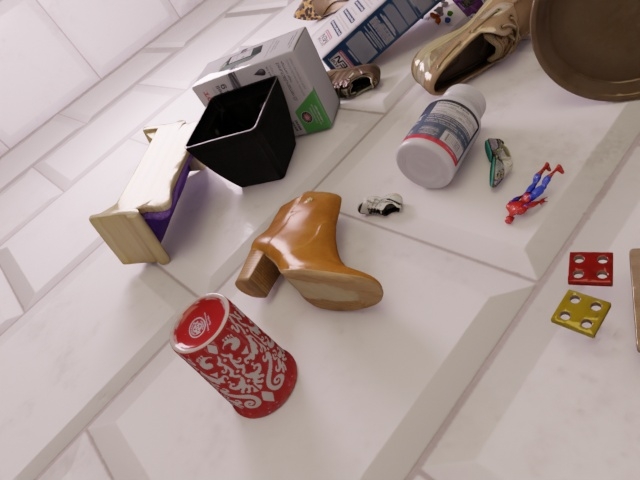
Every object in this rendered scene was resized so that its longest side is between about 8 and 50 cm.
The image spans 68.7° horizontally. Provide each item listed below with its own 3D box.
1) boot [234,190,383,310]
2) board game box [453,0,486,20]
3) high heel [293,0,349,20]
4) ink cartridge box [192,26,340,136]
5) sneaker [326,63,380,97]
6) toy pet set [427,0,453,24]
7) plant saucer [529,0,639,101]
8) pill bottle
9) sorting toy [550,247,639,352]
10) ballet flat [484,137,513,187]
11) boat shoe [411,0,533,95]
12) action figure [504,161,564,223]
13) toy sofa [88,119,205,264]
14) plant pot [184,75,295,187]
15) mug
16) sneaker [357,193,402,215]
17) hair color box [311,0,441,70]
[{"bbox_3d":[0.000,0.001,0.781,0.295,0.104,0.211,0,50,38],"label":"boot"},{"bbox_3d":[0.371,-0.649,1.124,0.056,0.208,0.346,-36,27,49],"label":"board game box"},{"bbox_3d":[0.045,-0.816,1.584,0.261,0.093,0.186,-32,33,-14],"label":"high heel"},{"bbox_3d":[-0.129,-0.355,1.143,0.289,0.211,0.121,-9,45,27],"label":"ink cartridge box"},{"bbox_3d":[0.056,-0.389,1.169,0.189,0.066,0.071,-11,45,24],"label":"sneaker"},{"bbox_3d":[0.300,-0.619,1.271,0.114,0.065,0.122,22,60,5],"label":"toy pet set"},{"bbox_3d":[0.471,-0.352,0.713,0.278,0.277,0.041,-1,33,32],"label":"plant saucer"},{"bbox_3d":[0.220,-0.189,0.829,0.108,0.108,0.180,13,56,40],"label":"pill bottle"},{"bbox_3d":[0.399,0.071,0.496,0.275,0.046,0.132,-2,48,30],"label":"sorting toy"},{"bbox_3d":[0.297,-0.131,0.776,0.041,0.041,0.114,-11,45,24],"label":"ballet flat"},{"bbox_3d":[0.360,-0.417,0.973,0.341,0.122,0.110,-34,43,14],"label":"boat shoe"},{"bbox_3d":[0.317,-0.068,0.705,0.115,0.030,0.038,-44,35,-6],"label":"action figure"},{"bbox_3d":[-0.362,-0.123,1.100,0.177,0.150,0.362,-5,45,10],"label":"toy sofa"},{"bbox_3d":[-0.160,-0.228,1.064,0.188,0.167,0.187,-7,48,26],"label":"plant pot"},{"bbox_3d":[-0.134,0.155,0.658,0.150,0.169,0.113,13,58,40],"label":"mug"},{"bbox_3d":[0.104,-0.059,0.830,0.083,0.032,0.037,-14,43,22],"label":"sneaker"},{"bbox_3d":[0.148,-0.584,1.212,0.347,0.105,0.173,-36,39,19],"label":"hair color box"}]
